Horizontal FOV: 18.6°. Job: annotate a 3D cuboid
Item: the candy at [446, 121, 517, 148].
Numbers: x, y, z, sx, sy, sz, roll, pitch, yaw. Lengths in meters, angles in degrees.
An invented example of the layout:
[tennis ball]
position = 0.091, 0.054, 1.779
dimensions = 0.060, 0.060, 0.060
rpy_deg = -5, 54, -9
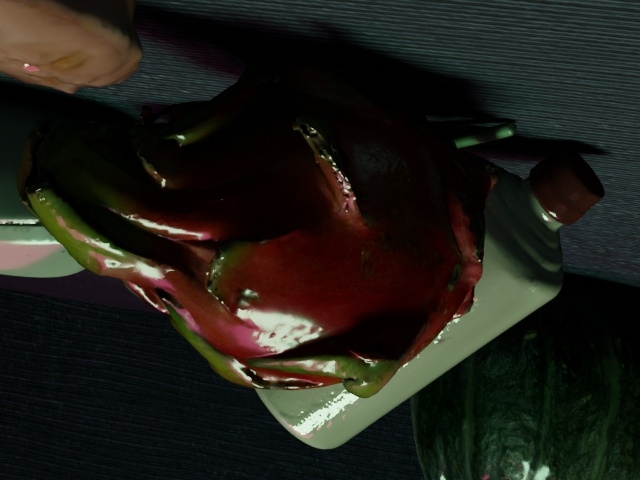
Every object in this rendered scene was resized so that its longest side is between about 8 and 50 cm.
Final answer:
[candy]
position = 0.048, -0.053, 1.208
dimensions = 0.194, 0.062, 0.058
rpy_deg = -9, -159, 48

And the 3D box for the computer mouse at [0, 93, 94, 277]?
[computer mouse]
position = -0.264, -0.057, 1.362
dimensions = 0.288, 0.097, 0.159
rpy_deg = 13, -150, -1

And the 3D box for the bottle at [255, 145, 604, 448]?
[bottle]
position = 0.069, 0.026, 1.219
dimensions = 0.245, 0.104, 0.104
rpy_deg = -36, 152, 21

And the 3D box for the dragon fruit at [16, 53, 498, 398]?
[dragon fruit]
position = -0.025, -0.027, 1.073
dimensions = 0.269, 0.200, 0.198
rpy_deg = 33, 143, -18

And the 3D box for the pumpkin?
[pumpkin]
position = 0.245, 0.168, 1.838
dimensions = 0.293, 0.263, 0.197
rpy_deg = 16, 166, -42

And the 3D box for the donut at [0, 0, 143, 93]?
[donut]
position = -0.193, -0.123, 0.808
dimensions = 0.233, 0.085, 0.199
rpy_deg = 8, 173, 23
